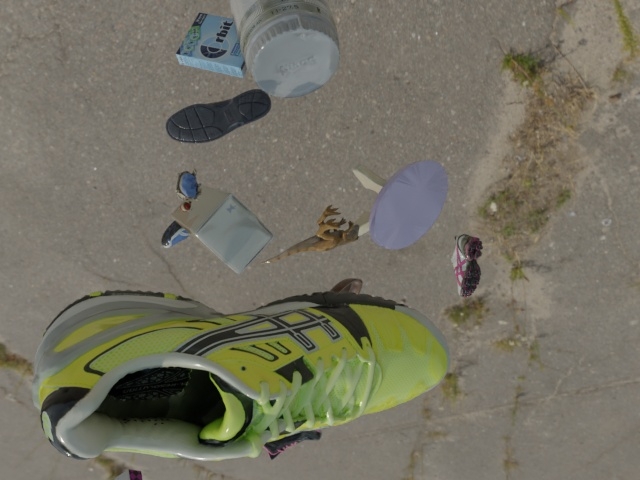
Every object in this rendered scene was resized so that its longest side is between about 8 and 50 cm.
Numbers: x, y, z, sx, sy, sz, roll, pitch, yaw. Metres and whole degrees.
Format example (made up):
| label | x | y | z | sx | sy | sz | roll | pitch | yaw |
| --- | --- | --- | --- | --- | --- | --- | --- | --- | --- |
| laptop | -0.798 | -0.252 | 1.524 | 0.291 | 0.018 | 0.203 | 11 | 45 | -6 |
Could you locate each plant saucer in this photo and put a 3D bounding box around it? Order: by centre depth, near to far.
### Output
| label | x | y | z | sx | sy | sz | roll | pitch | yaw |
| --- | --- | --- | --- | --- | --- | --- | --- | --- | --- |
| plant saucer | 0.035 | 0.150 | 1.138 | 0.029 | 0.168 | 0.168 | 38 | 144 | 21 |

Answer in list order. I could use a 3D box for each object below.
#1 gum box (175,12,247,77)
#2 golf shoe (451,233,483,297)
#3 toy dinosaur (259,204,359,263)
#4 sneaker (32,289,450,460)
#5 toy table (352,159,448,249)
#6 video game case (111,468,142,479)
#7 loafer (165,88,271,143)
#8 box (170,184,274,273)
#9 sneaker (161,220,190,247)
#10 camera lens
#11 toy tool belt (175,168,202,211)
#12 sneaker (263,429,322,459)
| label | x | y | z | sx | sy | sz | roll | pitch | yaw |
| --- | --- | --- | --- | --- | --- | --- | --- | --- | --- |
| gum box | -0.263 | -0.517 | 1.273 | 0.184 | 0.157 | 0.041 | 15 | 158 | 9 |
| golf shoe | 0.422 | 0.073 | 1.411 | 0.067 | 0.086 | 0.186 | -4 | 104 | -28 |
| toy dinosaur | 0.000 | 0.000 | 0.901 | 0.211 | 0.064 | 0.112 | -12 | 136 | -28 |
| sneaker | -0.043 | 0.132 | 0.433 | 0.384 | 0.147 | 0.145 | 1 | 106 | -20 |
| toy table | 0.200 | -0.103 | 1.302 | 0.252 | 0.274 | 0.161 | 61 | 160 | -20 |
| video game case | -0.385 | 0.547 | 0.812 | 0.232 | 0.210 | 0.042 | -34 | 142 | 3 |
| loafer | -0.283 | -0.347 | 1.372 | 0.302 | 0.095 | 0.109 | -18 | 102 | -1 |
| box | -0.248 | -0.038 | 1.171 | 0.148 | 0.121 | 0.311 | 47 | 168 | -24 |
| sneaker | -0.379 | -0.044 | 1.438 | 0.080 | 0.211 | 0.081 | 21 | 147 | 51 |
| camera lens | -0.085 | -0.496 | 1.095 | 0.219 | 0.274 | 0.219 | -13 | 157 | -6 |
| toy tool belt | -0.272 | -0.104 | 1.002 | 0.051 | 0.083 | 0.052 | -12 | 171 | 35 |
| sneaker | -0.058 | 0.294 | 0.712 | 0.119 | 0.057 | 0.047 | 3 | 149 | 3 |
